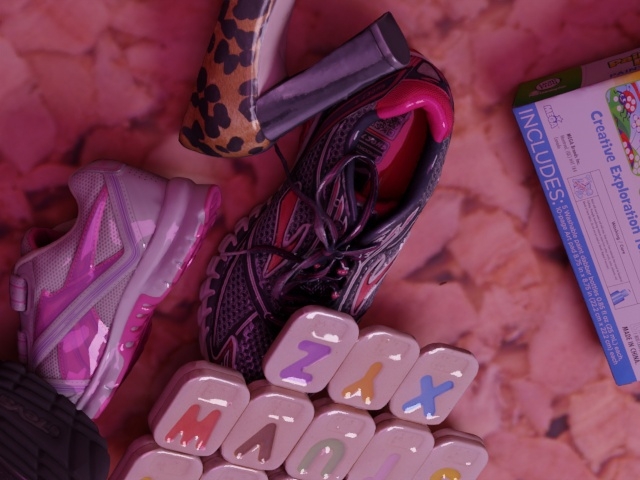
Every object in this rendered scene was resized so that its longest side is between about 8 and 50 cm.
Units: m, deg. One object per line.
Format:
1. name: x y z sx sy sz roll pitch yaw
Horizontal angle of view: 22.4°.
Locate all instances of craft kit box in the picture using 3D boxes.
1. craft kit box: 0.299 -0.033 1.193 0.247 0.061 0.250 -14 112 22

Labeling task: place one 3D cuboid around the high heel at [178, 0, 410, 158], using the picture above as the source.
1. high heel: -0.073 -0.191 1.118 0.186 0.093 0.261 -27 91 28

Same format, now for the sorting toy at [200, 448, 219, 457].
1. sorting toy: -0.084 0.161 1.234 0.102 0.061 0.042 15 61 -23

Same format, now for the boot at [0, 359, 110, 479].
1. boot: -0.324 0.125 1.127 0.338 0.118 0.222 46 124 6

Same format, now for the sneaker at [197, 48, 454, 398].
1. sneaker: 0.000 0.000 1.163 0.121 0.112 0.299 19 103 -17

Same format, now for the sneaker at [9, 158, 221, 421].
1. sneaker: -0.172 0.044 1.155 0.111 0.103 0.252 30 104 -2

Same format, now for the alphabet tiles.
1. alphabet tiles: -0.012 0.176 1.211 0.284 0.021 0.278 18 116 -33
